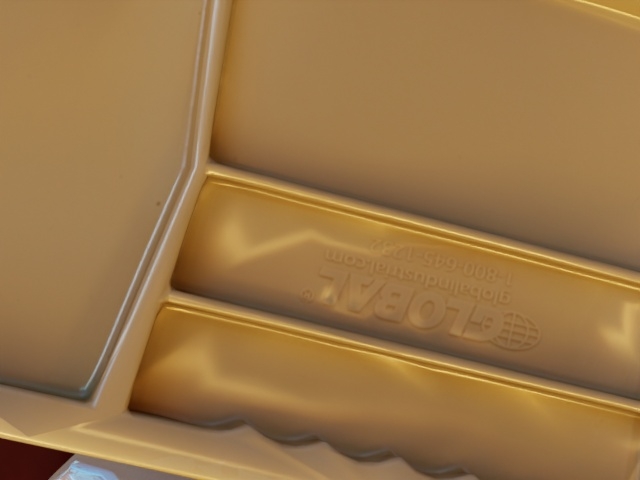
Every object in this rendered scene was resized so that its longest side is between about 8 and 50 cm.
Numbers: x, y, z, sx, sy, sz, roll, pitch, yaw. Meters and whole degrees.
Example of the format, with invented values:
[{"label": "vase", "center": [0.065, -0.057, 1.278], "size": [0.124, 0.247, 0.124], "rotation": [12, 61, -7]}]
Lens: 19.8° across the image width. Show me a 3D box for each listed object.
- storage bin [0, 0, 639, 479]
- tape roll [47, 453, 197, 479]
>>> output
[{"label": "storage bin", "center": [0.000, 0.000, 0.491], "size": [0.260, 0.123, 0.262], "rotation": [15, 176, -14]}, {"label": "tape roll", "center": [-0.064, 0.217, 1.102], "size": [0.169, 0.246, 0.246], "rotation": [43, 156, 22]}]
